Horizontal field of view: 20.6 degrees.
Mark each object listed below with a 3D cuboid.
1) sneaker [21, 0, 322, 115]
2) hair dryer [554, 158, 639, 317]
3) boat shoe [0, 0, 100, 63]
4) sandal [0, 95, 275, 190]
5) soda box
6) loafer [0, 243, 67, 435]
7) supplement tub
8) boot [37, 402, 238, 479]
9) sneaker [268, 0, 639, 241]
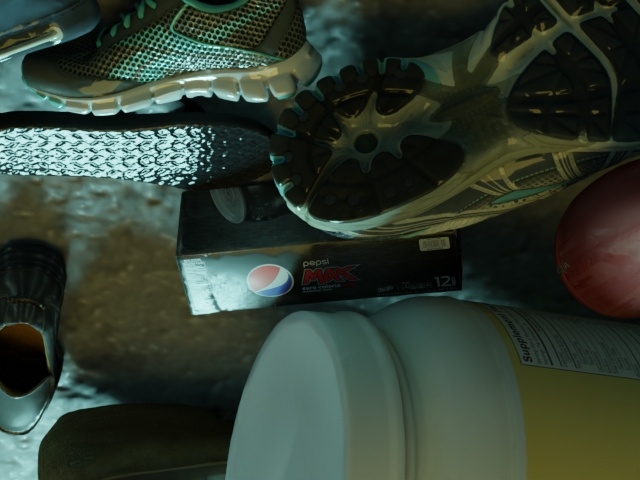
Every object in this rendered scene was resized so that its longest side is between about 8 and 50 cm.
[{"bbox_3d":[-0.085,-0.116,0.963,0.166,0.065,0.076,-6,118,4],"label":"sneaker"},{"bbox_3d":[0.227,-0.032,0.930,0.223,0.293,0.080,-34,80,31],"label":"hair dryer"},{"bbox_3d":[-0.239,-0.098,0.957,0.254,0.095,0.079,-25,118,14],"label":"boat shoe"},{"bbox_3d":[-0.109,-0.064,1.012,0.179,0.040,0.067,3,145,-14],"label":"sandal"},{"bbox_3d":[0.000,0.000,1.063,0.168,0.060,0.053,-5,136,6],"label":"soda box"},{"bbox_3d":[-0.201,0.079,1.151,0.062,0.061,0.170,5,136,-4],"label":"loafer"},{"bbox_3d":[0.129,0.162,1.060,0.331,0.241,0.241,8,136,-21],"label":"supplement tub"},{"bbox_3d":[-0.043,0.152,1.203,0.305,0.115,0.112,-1,128,-22],"label":"boot"},{"bbox_3d":[0.114,-0.073,0.976,0.283,0.110,0.122,-15,164,4],"label":"sneaker"}]
